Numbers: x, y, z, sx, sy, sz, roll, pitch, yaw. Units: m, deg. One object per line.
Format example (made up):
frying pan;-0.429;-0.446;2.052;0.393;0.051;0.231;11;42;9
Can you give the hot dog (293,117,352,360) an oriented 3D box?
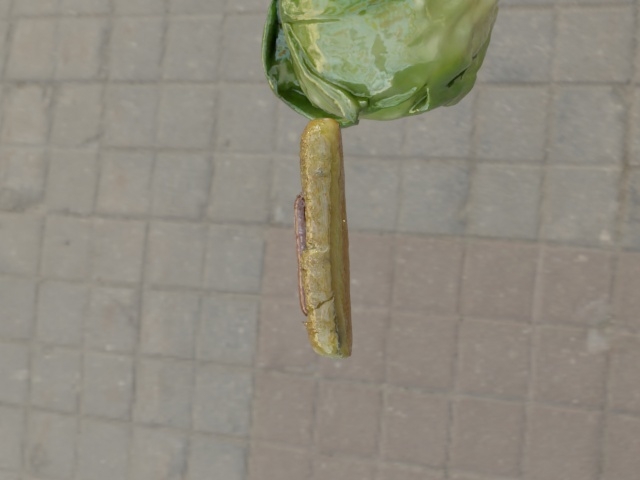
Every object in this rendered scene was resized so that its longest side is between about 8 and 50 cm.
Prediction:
hot dog;0.000;0.000;1.215;0.047;0.066;0.216;-2;97;7

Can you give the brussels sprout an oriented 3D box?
brussels sprout;0.069;-0.233;1.466;0.294;0.259;0.227;-37;100;10
